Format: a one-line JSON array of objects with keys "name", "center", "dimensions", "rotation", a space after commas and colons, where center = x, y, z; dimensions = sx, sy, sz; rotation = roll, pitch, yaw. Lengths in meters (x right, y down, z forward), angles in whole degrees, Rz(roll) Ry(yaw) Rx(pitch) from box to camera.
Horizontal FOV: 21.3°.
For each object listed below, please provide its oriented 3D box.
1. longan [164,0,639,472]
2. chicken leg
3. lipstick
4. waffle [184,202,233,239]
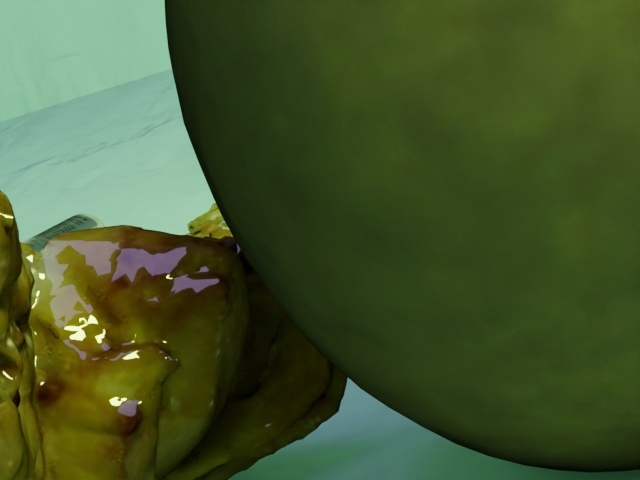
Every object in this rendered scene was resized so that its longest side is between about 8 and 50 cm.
[{"name": "longan", "center": [0.091, -0.075, 0.528], "dimensions": [0.297, 0.297, 0.297], "rotation": [-17, 11, 3]}, {"name": "chicken leg", "center": [-0.139, 0.063, 0.662], "dimensions": [0.295, 0.182, 0.409], "rotation": [-10, -6, -11]}, {"name": "lipstick", "center": [-0.193, 0.019, 1.153], "dimensions": [0.040, 0.040, 0.141], "rotation": [-11, 13, 31]}, {"name": "waffle", "center": [0.001, 0.002, 0.915], "dimensions": [0.245, 0.052, 0.254], "rotation": [-11, 14, 23]}]
